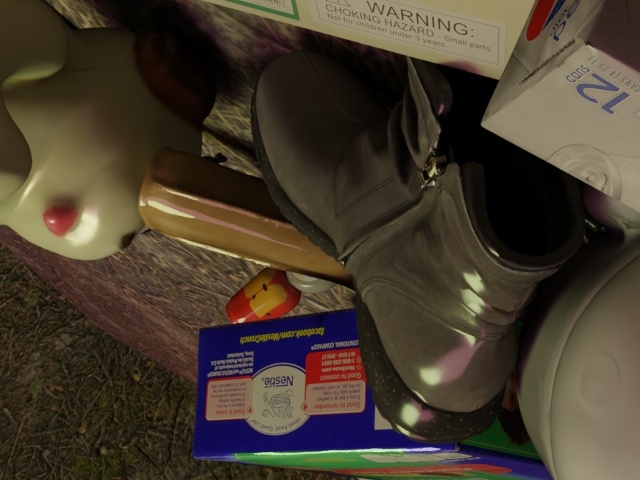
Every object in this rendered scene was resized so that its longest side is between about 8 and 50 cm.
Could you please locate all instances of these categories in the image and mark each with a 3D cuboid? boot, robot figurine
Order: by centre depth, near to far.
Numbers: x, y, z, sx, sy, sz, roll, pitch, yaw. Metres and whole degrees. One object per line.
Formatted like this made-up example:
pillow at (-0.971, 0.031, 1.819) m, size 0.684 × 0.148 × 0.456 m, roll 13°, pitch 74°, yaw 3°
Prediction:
robot figurine at (0.216, 0.085, 0.602) m, size 0.300 × 0.199 × 0.353 m, roll 64°, pitch -175°, yaw 0°
boot at (0.055, -0.064, 0.691) m, size 0.223 × 0.118 × 0.338 m, roll 101°, pitch 148°, yaw -49°
boot at (0.000, 0.000, 0.936) m, size 0.269 × 0.089 × 0.236 m, roll 15°, pitch 167°, yaw 5°

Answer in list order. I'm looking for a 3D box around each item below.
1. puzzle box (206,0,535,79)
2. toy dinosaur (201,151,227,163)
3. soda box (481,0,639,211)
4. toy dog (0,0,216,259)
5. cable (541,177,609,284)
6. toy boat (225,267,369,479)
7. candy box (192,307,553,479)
puzzle box at (0.018, -0.177, 0.462) m, size 0.409 × 0.052 × 0.272 m, roll 18°, pitch 161°, yaw 14°
toy dinosaur at (-0.071, -0.037, 1.127) m, size 0.268 × 0.064 × 0.118 m, roll 39°, pitch -164°, yaw 37°
soda box at (0.211, -0.027, 0.401) m, size 0.286 × 0.098 × 0.091 m, roll 27°, pitch 164°, yaw -8°
toy dog at (-0.300, -0.124, 0.947) m, size 0.408 × 0.284 × 0.395 m, roll 27°, pitch -154°, yaw -18°
cable at (0.156, -0.014, 0.814) m, size 0.150 × 0.047 × 0.184 m, roll 33°, pitch 165°, yaw 8°
toy boat at (0.041, 0.135, 1.277) m, size 0.318 × 0.148 × 0.267 m, roll 47°, pitch -163°, yaw -23°
candy box at (0.095, 0.144, 0.940) m, size 0.268 × 0.122 × 0.317 m, roll -11°, pitch 160°, yaw 40°
